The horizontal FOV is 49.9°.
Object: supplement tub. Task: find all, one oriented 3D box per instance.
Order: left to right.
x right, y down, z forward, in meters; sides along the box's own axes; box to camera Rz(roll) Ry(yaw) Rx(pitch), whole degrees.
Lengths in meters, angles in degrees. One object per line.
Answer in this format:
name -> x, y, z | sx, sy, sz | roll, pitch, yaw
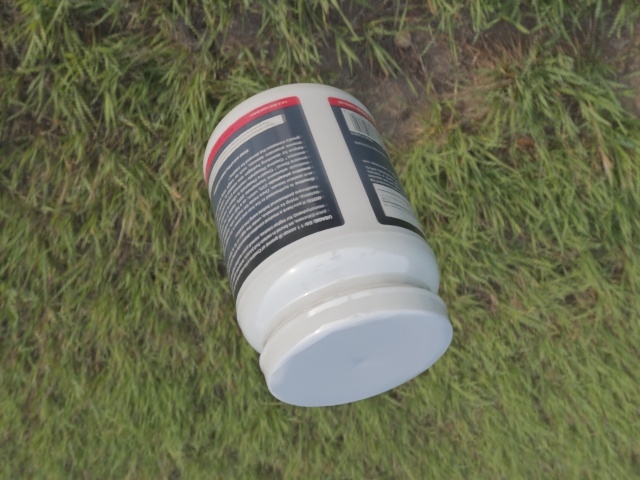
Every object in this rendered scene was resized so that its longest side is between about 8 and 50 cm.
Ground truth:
supplement tub -> 0.000, 0.000, 0.667 | 0.191, 0.272, 0.191 | -12, 145, -9
